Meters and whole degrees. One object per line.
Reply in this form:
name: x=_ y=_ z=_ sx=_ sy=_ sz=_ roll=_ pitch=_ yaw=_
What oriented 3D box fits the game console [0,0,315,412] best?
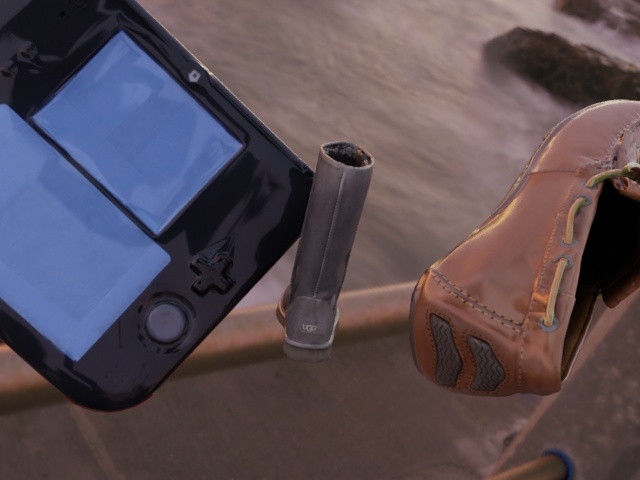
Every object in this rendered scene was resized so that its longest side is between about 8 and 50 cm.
game console: x=-0.235 y=-0.056 z=0.903 sx=0.386 sy=0.342 sz=0.060 roll=44 pitch=-3 yaw=-7

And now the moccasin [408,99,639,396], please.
moccasin: x=0.217 y=-0.009 z=0.701 sx=0.147 sy=0.139 sz=0.380 roll=12 pitch=30 yaw=33

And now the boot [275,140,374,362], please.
boot: x=0.002 y=0.000 z=0.915 sx=0.076 sy=0.209 sz=0.189 roll=3 pitch=15 yaw=-8
